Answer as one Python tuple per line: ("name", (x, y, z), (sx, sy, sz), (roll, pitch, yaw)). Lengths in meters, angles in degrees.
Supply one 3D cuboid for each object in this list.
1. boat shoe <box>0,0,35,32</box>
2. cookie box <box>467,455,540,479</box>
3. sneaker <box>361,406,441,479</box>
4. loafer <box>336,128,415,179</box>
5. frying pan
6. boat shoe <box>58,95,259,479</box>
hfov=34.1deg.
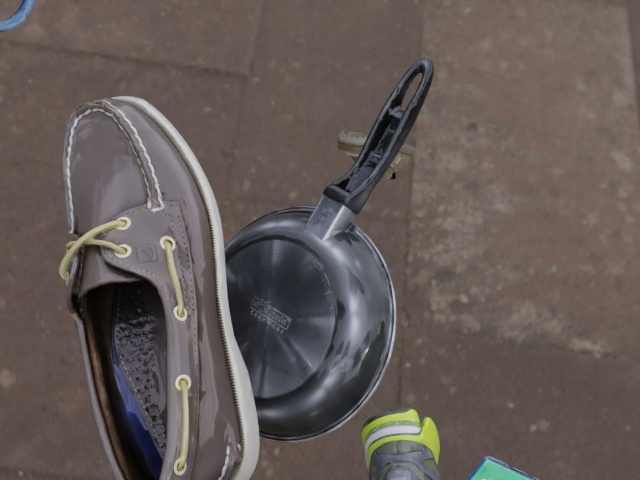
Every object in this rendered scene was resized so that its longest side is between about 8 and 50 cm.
("boat shoe", (-0.153, -0.103, 0.368), (0.109, 0.258, 0.089), (-9, 89, -42))
("cookie box", (0.054, 0.155, 0.415), (0.040, 0.092, 0.107), (22, 45, 29))
("sneaker", (0.108, 0.340, 1.261), (0.111, 0.300, 0.121), (-10, 39, 12))
("loafer", (0.065, -0.096, 1.205), (0.056, 0.050, 0.148), (18, 7, 33))
("frying pan", (0.014, 0.023, 0.841), (0.326, 0.053, 0.197), (-44, 62, 17))
("boat shoe", (-0.136, 0.037, 0.778), (0.116, 0.097, 0.324), (-20, 78, 27))
